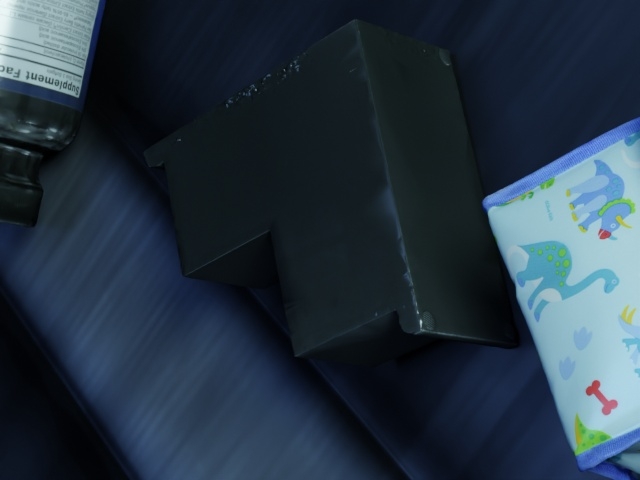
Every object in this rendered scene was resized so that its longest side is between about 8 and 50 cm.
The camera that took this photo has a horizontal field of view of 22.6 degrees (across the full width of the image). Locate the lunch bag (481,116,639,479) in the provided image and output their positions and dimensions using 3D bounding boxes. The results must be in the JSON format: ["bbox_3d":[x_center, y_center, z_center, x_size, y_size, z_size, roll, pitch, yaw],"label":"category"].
[{"bbox_3d":[0.157,0.013,0.627,0.151,0.096,0.129,-27,60,20],"label":"lunch bag"}]

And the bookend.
[{"bbox_3d":[0.000,0.000,0.785,0.156,0.072,0.157,-28,64,37],"label":"bookend"}]

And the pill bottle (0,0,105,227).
[{"bbox_3d":[-0.195,-0.123,0.959,0.123,0.123,0.219,11,90,44],"label":"pill bottle"}]
